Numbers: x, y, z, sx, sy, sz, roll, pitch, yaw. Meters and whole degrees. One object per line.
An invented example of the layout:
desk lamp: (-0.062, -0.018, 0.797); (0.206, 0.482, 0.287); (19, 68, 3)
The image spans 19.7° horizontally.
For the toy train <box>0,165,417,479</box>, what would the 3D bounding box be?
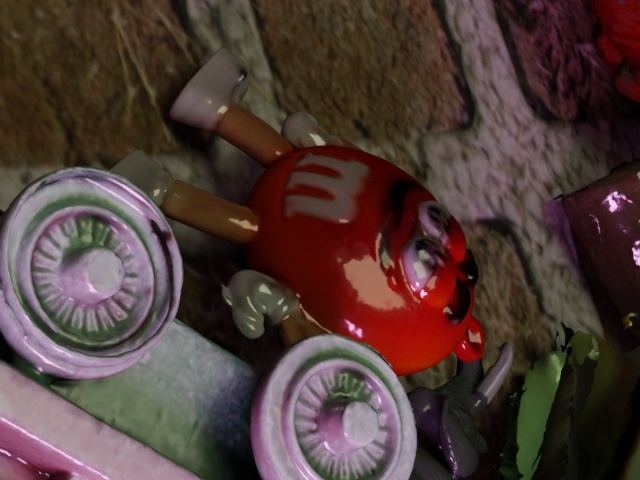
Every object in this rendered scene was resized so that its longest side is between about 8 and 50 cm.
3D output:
toy train: (-0.097, 0.114, 0.780); (0.304, 0.150, 0.221); (34, 61, -23)

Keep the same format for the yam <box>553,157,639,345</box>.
yam: (0.222, 0.008, 1.237); (0.084, 0.084, 0.127); (-30, 93, -51)

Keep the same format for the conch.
conch: (0.171, 0.142, 1.085); (0.137, 0.143, 0.250); (81, -7, -60)

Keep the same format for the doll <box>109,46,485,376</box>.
doll: (0.000, 0.000, 0.967); (0.217, 0.085, 0.183); (37, 43, -3)

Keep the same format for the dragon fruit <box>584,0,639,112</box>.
dragon fruit: (0.293, -0.190, 1.302); (0.244, 0.244, 0.298); (26, 53, -38)

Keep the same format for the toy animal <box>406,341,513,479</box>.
toy animal: (0.059, 0.146, 0.983); (0.137, 0.082, 0.269); (54, 41, -14)
